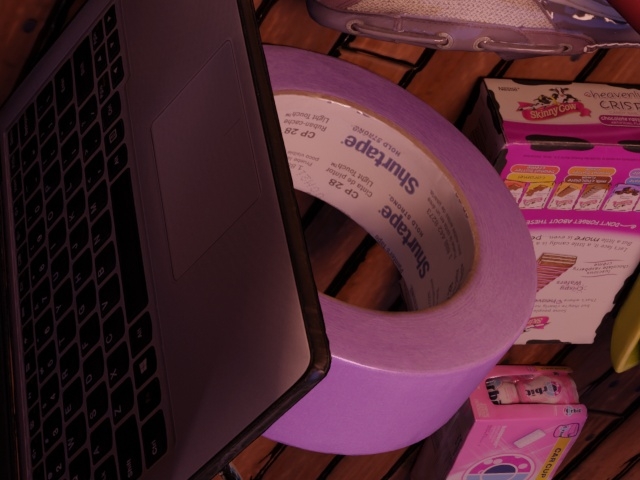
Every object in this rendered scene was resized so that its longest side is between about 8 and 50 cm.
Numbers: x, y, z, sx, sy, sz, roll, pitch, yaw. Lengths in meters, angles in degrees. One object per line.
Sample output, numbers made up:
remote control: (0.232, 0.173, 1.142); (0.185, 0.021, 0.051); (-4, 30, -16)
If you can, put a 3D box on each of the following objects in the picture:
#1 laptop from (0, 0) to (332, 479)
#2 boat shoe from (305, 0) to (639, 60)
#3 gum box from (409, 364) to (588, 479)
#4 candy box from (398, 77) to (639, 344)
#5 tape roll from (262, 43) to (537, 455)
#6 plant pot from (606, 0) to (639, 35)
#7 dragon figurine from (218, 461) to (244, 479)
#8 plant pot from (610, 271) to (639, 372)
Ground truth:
laptop: (-0.234, 0.002, 0.887); (0.236, 0.382, 0.408); (20, 131, -35)
boat shoe: (0.127, -0.162, 1.023); (0.285, 0.103, 0.092); (4, 143, -14)
gum box: (0.161, 0.186, 1.474); (0.107, 0.062, 0.188); (0, 139, -16)
candy box: (0.168, -0.016, 1.226); (0.159, 0.071, 0.233); (1, 138, -17)
tape roll: (0.000, 0.000, 1.037); (0.274, 0.275, 0.090); (10, 134, -26)
plant pot: (0.202, -0.243, 0.835); (0.243, 0.275, 0.275); (28, 127, -26)
dragon figurine: (-0.131, 0.078, 1.155); (0.085, 0.289, 0.144); (-17, 175, 38)
plant pot: (0.368, 0.060, 1.234); (0.228, 0.207, 0.227); (-23, 149, -30)
